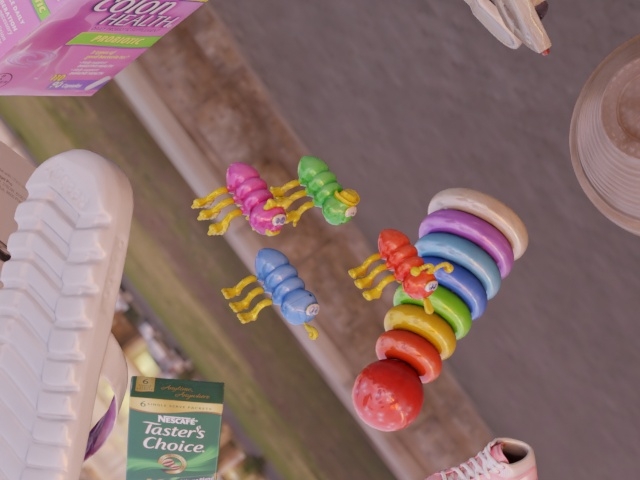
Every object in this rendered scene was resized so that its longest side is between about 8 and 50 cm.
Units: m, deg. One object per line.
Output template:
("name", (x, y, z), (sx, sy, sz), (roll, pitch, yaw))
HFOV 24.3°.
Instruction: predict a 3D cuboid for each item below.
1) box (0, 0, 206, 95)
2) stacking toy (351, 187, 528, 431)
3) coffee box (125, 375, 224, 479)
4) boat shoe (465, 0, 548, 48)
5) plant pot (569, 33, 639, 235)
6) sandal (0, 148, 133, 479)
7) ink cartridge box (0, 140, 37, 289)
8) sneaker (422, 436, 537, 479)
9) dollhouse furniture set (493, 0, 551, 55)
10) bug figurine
("box", (-0.262, -0.265, 1.597), (0.213, 0.243, 0.117), (-8, -112, -58))
("stacking toy", (0.140, 0.098, 1.888), (0.141, 0.330, 0.141), (24, 155, 12))
("coffee box", (-0.175, 0.242, 1.764), (0.040, 0.113, 0.184), (-90, 7, -53))
("boat shoe", (0.163, -0.301, 1.600), (0.206, 0.065, 0.075), (48, 176, -6))
("plant pot", (0.363, -0.125, 1.552), (0.237, 0.237, 0.110), (48, -169, 30))
("sandal", (-0.231, 0.129, 1.321), (0.169, 0.416, 0.102), (23, -173, 41))
("ink cartridge box", (-0.569, 0.071, 2.183), (0.166, 0.285, 0.395), (42, -137, -45))
("sneaker", (0.164, 0.242, 1.567), (0.070, 0.134, 0.051), (86, 172, -46))
("dollhouse furniture set", (0.157, -0.245, 1.092), (0.129, 0.129, 0.184), (59, 180, -30))
("bug figurine", (0.000, 0.000, 1.508), (0.279, 0.072, 0.216), (-10, -125, -49))
